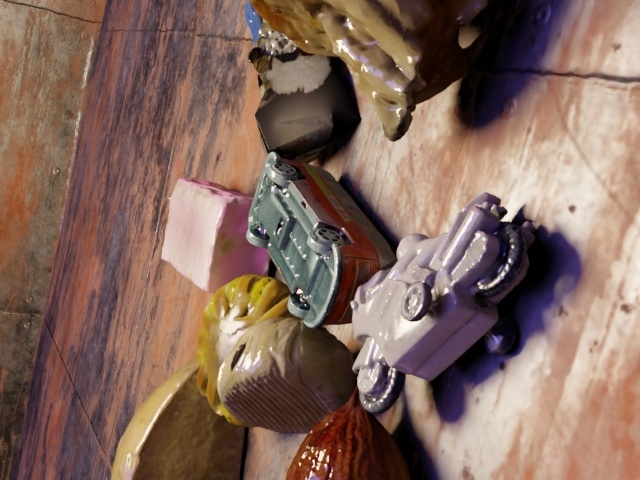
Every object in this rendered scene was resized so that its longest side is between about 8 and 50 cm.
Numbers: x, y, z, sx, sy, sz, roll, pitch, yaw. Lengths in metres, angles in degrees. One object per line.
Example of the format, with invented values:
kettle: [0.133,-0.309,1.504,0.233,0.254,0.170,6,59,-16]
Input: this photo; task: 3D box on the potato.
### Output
potato: [-0.234,0.276,1.224,0.211,0.189,0.265,7,88,61]

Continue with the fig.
fig: [0.040,0.217,0.839,0.146,0.133,0.201,4,77,51]

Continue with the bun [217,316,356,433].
bun: [-0.038,0.156,0.939,0.173,0.166,0.114,97,179,-51]

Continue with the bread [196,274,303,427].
bread: [-0.099,0.154,1.078,0.213,0.104,0.214,-8,77,36]

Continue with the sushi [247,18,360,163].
sushi: [-0.045,-0.230,1.122,0.109,0.134,0.273,89,164,-65]

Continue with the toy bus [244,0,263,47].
toy bus: [-0.085,-0.351,1.268,0.051,0.061,0.153,-59,37,42]

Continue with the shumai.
shumai: [0.035,-0.246,0.803,0.267,0.314,0.263,-33,58,37]

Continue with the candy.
candy: [-0.167,-0.010,1.267,0.265,0.115,0.156,24,106,61]

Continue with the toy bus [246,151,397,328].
toy bus: [0.000,0.000,0.962,0.265,0.119,0.121,55,132,50]

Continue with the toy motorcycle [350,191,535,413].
toy motorcycle: [0.108,0.053,0.788,0.260,0.110,0.171,-53,28,31]
